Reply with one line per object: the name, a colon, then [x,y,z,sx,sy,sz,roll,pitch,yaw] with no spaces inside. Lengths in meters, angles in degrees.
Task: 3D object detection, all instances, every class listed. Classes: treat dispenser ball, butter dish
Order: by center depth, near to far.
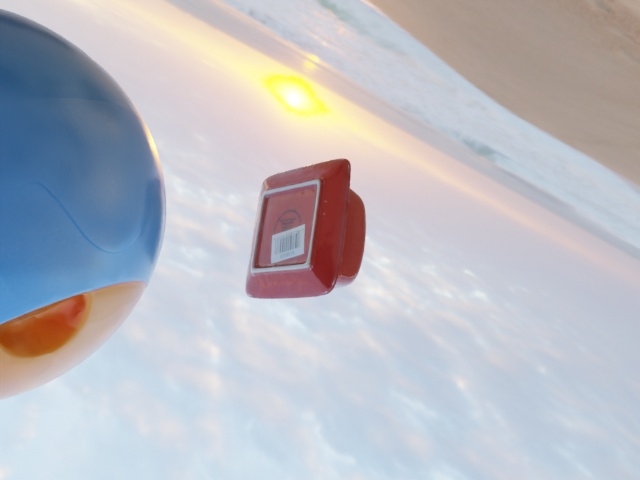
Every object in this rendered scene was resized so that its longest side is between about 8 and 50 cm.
treat dispenser ball: [-0.261,-0.025,0.449,0.288,0.288,0.288,27,-168,-6]
butter dish: [0.000,0.000,0.732,0.160,0.160,0.118,-7,159,45]
